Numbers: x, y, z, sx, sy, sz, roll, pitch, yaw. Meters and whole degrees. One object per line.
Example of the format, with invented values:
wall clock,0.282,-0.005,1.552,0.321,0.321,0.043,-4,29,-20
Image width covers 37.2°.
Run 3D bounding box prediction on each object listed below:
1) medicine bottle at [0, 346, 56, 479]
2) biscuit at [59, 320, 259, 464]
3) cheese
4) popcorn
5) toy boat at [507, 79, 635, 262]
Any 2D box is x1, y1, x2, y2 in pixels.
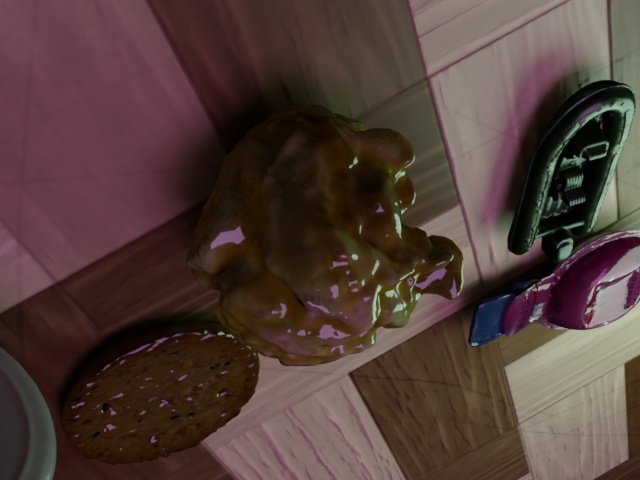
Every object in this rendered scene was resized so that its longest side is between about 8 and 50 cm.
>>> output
medicine bottle,-0.324,0.198,0.646,0.238,0.238,0.232,3,129,-36
biscuit,-0.145,0.139,0.870,0.188,0.027,0.188,-18,141,-16
cheese,0.267,0.054,1.021,0.244,0.062,0.155,-18,138,-15
popcorn,0.000,0.001,0.701,0.187,0.185,0.167,-39,159,-4
toy boat,0.233,-0.064,0.881,0.104,0.052,0.210,-13,139,-18
